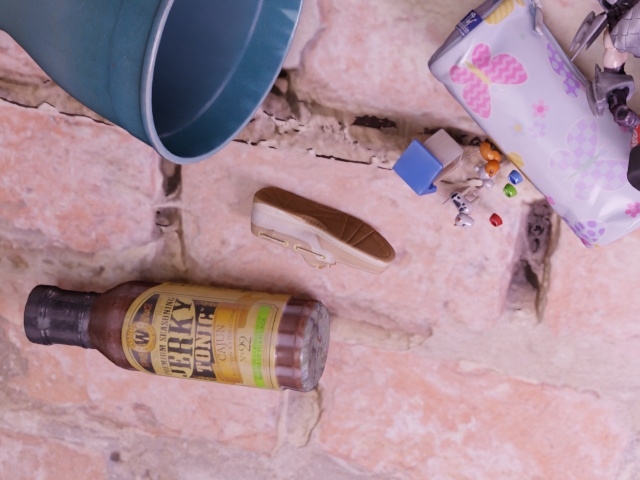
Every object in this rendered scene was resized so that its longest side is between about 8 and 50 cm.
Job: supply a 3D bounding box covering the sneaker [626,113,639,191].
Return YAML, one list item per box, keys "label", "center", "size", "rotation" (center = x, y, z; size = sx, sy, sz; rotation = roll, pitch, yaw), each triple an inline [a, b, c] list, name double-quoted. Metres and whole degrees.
- label: "sneaker"
  center: [0.413, -0.081, 1.436]
  size: [0.270, 0.145, 0.090]
  rotation: [24, 160, -29]

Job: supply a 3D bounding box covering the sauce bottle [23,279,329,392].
- label: "sauce bottle"
  center: [-0.166, 0.103, 1.678]
  size: [0.344, 0.111, 0.111]
  rotation: [4, 114, 14]

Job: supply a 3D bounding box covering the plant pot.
- label: "plant pot"
  center: [-0.191, -0.248, 1.458]
  size: [0.255, 0.271, 0.272]
  rotation: [25, 118, 20]

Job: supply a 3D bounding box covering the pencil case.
- label: "pencil case"
  center: [0.230, -0.122, 1.463]
  size: [0.124, 0.113, 0.273]
  rotation: [-42, 97, 2]

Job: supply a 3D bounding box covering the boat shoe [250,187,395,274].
- label: "boat shoe"
  center: [0.000, 0.000, 1.615]
  size: [0.170, 0.063, 0.059]
  rotation: [26, 121, 15]

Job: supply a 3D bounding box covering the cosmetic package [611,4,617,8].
- label: "cosmetic package"
  center: [0.369, -0.321, 1.324]
  size: [0.153, 0.129, 0.296]
  rotation: [41, 117, -4]

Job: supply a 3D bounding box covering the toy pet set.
- label: "toy pet set"
  center: [0.135, -0.058, 1.516]
  size: [0.114, 0.065, 0.122]
  rotation: [46, 161, 15]

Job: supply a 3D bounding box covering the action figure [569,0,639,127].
- label: "action figure"
  center: [0.328, -0.147, 1.278]
  size: [0.285, 0.099, 0.185]
  rotation: [44, 144, 1]
